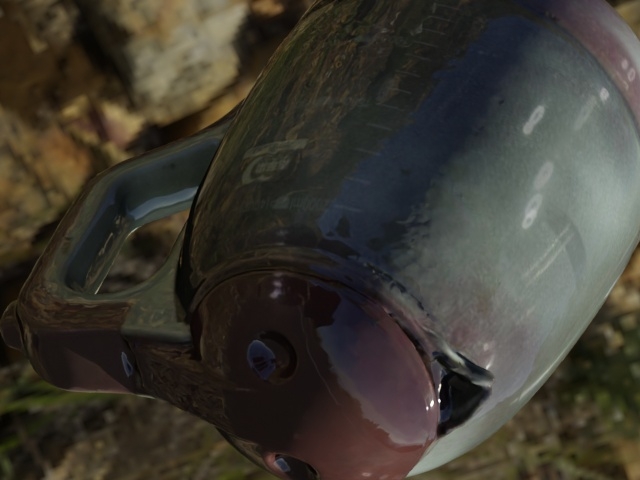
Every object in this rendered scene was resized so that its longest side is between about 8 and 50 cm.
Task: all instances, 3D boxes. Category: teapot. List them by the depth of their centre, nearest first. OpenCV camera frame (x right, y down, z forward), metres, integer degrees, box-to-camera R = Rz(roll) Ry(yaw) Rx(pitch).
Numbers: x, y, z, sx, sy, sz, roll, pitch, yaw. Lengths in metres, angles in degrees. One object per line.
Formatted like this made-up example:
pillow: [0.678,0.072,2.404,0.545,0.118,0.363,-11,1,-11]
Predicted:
teapot: [0.000,0.000,1.083,0.312,0.315,0.233,-54,140,-49]
